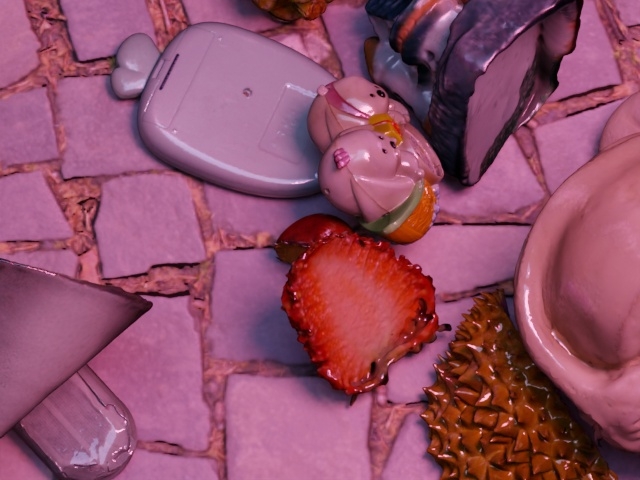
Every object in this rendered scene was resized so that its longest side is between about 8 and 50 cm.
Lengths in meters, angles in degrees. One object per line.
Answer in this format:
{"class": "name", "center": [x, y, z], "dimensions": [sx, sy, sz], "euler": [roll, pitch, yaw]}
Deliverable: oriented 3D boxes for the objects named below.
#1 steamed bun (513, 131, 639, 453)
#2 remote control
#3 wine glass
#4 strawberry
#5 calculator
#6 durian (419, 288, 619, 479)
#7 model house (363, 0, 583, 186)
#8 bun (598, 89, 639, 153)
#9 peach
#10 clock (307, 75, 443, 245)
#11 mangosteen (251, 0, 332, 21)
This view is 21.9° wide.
{"class": "steamed bun", "center": [0.338, 0.034, 1.625], "dimensions": [0.255, 0.367, 0.342], "euler": [40, 98, 31]}
{"class": "remote control", "center": [-0.292, 0.151, 1.720], "dimensions": [0.104, 0.052, 0.247], "euler": [-44, 78, -11]}
{"class": "wine glass", "center": [-0.343, 0.211, 1.568], "dimensions": [0.267, 0.267, 0.406], "euler": [17, 86, 5]}
{"class": "strawberry", "center": [0.031, 0.055, 1.704], "dimensions": [0.167, 0.208, 0.087], "euler": [-40, 36, -19]}
{"class": "calculator", "center": [-0.097, -0.151, 1.838], "dimensions": [0.295, 0.042, 0.184], "euler": [22, 71, 6]}
{"class": "durian", "center": [0.191, 0.194, 1.687], "dimensions": [0.186, 0.154, 0.260], "euler": [-48, 68, 9]}
{"class": "model house", "center": [0.121, -0.243, 1.776], "dimensions": [0.184, 0.253, 0.291], "euler": [-39, 70, -12]}
{"class": "bun", "center": [0.389, -0.094, 1.788], "dimensions": [0.172, 0.120, 0.173], "euler": [0, 70, 1]}
{"class": "peach", "center": [0.000, 0.000, 1.760], "dimensions": [0.098, 0.098, 0.061], "euler": [17, 69, 5]}
{"class": "clock", "center": [0.051, -0.089, 1.731], "dimensions": [0.103, 0.144, 0.231], "euler": [-35, 36, 16]}
{"class": "mangosteen", "center": [-0.033, -0.324, 1.842], "dimensions": [0.166, 0.166, 0.180], "euler": [-9, 75, -4]}
